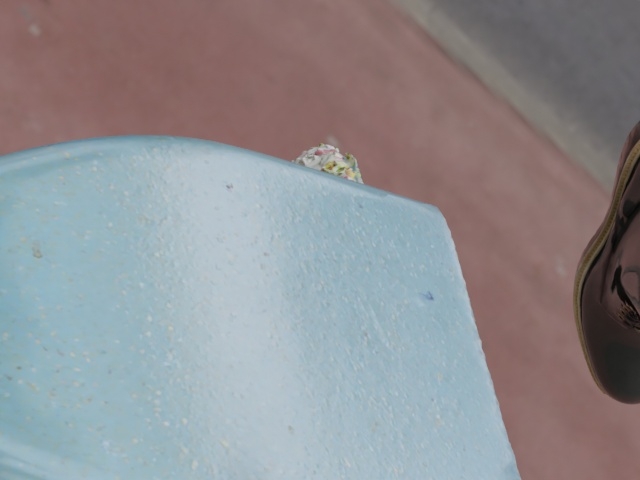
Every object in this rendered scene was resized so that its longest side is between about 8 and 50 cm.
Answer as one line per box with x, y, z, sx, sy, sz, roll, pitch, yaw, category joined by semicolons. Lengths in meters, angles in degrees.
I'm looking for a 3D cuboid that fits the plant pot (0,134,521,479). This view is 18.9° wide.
-0.092;0.101;0.813;0.252;0.247;0.248;24;39;-38;plant pot

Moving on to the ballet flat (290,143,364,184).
0.000;0.000;1.186;0.077;0.091;0.241;1;22;-17;ballet flat

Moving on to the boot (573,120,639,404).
0.185;0.043;1.083;0.076;0.198;0.137;2;35;4;boot
